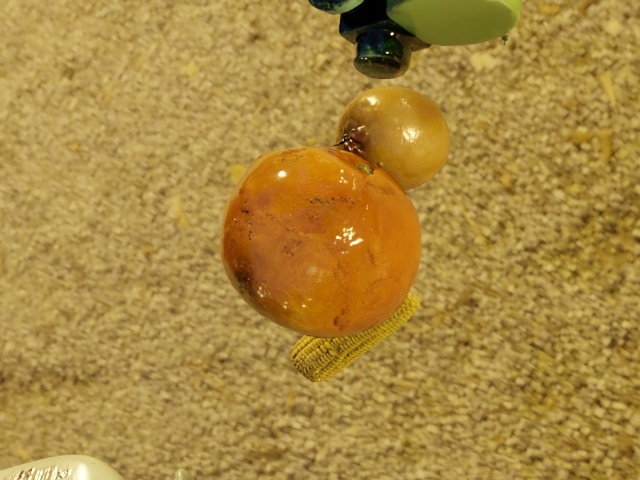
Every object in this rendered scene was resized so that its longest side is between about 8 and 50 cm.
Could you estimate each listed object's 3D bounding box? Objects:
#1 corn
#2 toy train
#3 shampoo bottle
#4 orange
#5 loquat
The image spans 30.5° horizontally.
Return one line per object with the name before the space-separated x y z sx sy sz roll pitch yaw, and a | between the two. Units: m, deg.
corn | 0.046 0.115 1.525 0.203 0.072 0.072 -38 51 26
toy train | 0.082 -0.233 0.767 0.157 0.105 0.253 -7 68 43
shampoo bottle | -0.139 0.153 0.662 0.152 0.045 0.077 -19 39 16
orange | 0.000 0.000 1.381 0.240 0.240 0.240 -17 60 32
loquat | 0.090 -0.128 1.499 0.163 0.163 0.137 12 98 41
